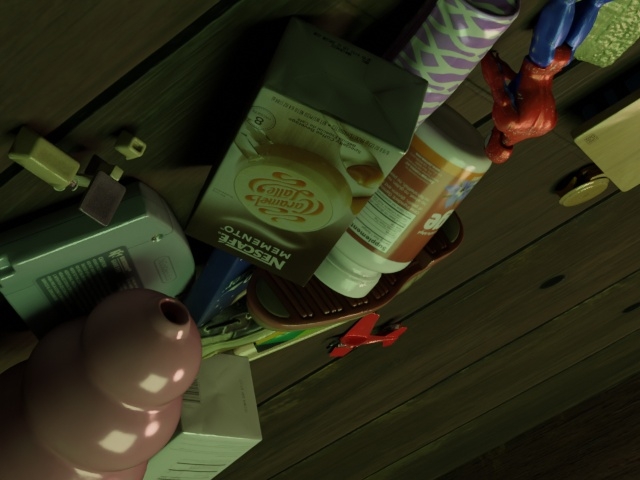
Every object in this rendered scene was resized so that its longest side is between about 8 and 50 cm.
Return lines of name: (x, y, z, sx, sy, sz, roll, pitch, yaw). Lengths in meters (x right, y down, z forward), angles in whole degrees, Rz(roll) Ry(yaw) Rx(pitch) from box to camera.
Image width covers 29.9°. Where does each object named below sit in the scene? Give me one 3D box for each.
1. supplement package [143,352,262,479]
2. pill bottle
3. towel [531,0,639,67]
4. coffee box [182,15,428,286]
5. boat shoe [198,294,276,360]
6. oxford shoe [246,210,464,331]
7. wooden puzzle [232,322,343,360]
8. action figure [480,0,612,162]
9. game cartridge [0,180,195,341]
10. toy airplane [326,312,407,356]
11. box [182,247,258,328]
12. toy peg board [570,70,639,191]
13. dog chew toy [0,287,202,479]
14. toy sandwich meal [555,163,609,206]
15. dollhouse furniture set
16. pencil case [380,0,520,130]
supplement package: (-0.213, 0.276, 1.751, 0.133, 0.139, 0.244, 12, 141, -34)
pill bottle: (0.076, -0.044, 1.291, 0.121, 0.121, 0.216, 4, 132, -50)
towel: (0.292, -0.237, 1.214, 0.110, 0.027, 0.148, 12, 142, -23)
coffee box: (-0.020, -0.075, 1.133, 0.141, 0.098, 0.246, 25, 143, -8)
boat shoe: (-0.122, 0.094, 1.531, 0.223, 0.080, 0.073, -24, 119, 7)
oxford shoe: (0.033, 0.049, 1.452, 0.348, 0.123, 0.130, -20, 160, -42)
wooden puzzle: (-0.029, 0.099, 1.684, 0.221, 0.044, 0.239, -22, 158, -4)
action figure: (0.207, -0.211, 1.165, 0.091, 0.139, 0.280, -2, 128, -37)
game cartridge: (-0.238, 0.036, 1.312, 0.198, 0.062, 0.297, -25, 159, -9)
toy airplane: (0.076, 0.159, 1.955, 0.151, 0.028, 0.151, -21, 157, -9)
box: (-0.091, 0.027, 1.385, 0.136, 0.036, 0.225, -36, 168, -40)
toy peg board: (0.405, -0.162, 1.506, 0.161, 0.079, 0.160, -33, 141, 21)
dog chew toy: (-0.246, 0.177, 1.312, 0.206, 0.207, 0.332, 2, 139, -48)
toy sandwich meal: (0.373, -0.078, 1.708, 0.085, 0.029, 0.085, -20, 163, -6)
dollhouse furniture set: (-0.237, -0.082, 1.095, 0.081, 0.091, 0.114, 11, 160, 45)
pencil case: (0.099, -0.178, 1.121, 0.088, 0.086, 0.206, 15, 140, -24)
